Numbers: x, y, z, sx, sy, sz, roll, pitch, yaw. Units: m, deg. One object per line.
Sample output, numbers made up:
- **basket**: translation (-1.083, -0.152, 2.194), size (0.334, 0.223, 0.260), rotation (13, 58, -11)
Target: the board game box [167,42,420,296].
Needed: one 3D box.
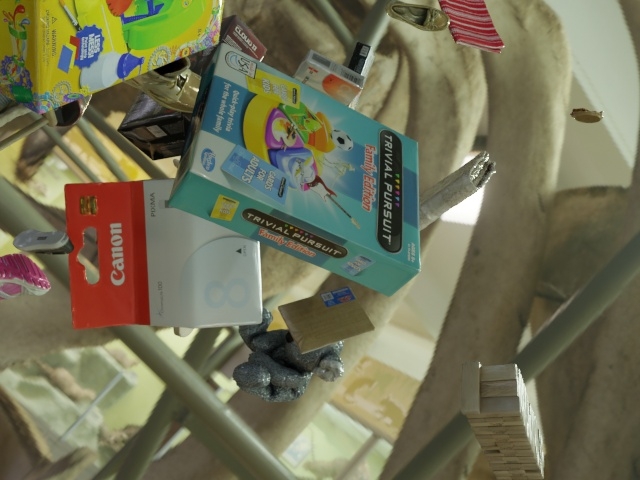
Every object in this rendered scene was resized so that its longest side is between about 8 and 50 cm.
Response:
- **board game box**: translation (-0.019, -0.098, 1.048), size (0.336, 0.254, 0.079), rotation (23, -42, -21)

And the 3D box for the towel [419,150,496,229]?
- **towel**: translation (0.249, -0.090, 1.481), size (0.049, 0.187, 0.282), rotation (52, 27, -1)

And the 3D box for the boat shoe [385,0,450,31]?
- **boat shoe**: translation (0.224, -0.511, 1.721), size (0.153, 0.056, 0.048), rotation (16, 18, -12)

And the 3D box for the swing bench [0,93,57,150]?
- **swing bench**: translation (-0.551, -0.242, 1.135), size (0.165, 0.253, 0.254), rotation (41, -33, 9)

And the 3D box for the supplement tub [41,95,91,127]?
- **supplement tub**: translation (-0.626, -0.364, 1.880), size (0.106, 0.106, 0.198), rotation (52, 16, -28)

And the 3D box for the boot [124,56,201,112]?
- **boot**: translation (-0.243, -0.274, 1.250), size (0.213, 0.077, 0.165), rotation (22, -7, -30)

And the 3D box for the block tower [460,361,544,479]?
- **block tower**: translation (0.330, 0.329, 1.341), size (0.097, 0.091, 0.335), rotation (-8, -38, 21)

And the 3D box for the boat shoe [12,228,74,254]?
- **boat shoe**: translation (-0.536, 0.008, 1.460), size (0.142, 0.049, 0.040), rotation (1, -41, 30)

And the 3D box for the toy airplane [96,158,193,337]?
- **toy airplane**: translation (-0.311, -0.003, 1.873), size (0.272, 0.384, 0.386), rotation (14, -38, 51)

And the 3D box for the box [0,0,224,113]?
- **box**: translation (-0.233, -0.326, 0.748), size (0.177, 0.279, 0.290), rotation (29, -50, 18)

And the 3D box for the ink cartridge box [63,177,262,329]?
- **ink cartridge box**: translation (-0.316, 0.026, 1.542), size (0.091, 0.385, 0.308), rotation (-164, -109, -76)

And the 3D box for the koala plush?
- **koala plush**: translation (-0.040, 0.237, 1.621), size (0.203, 0.221, 0.196), rotation (41, 34, -36)

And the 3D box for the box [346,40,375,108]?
- **box**: translation (0.088, -0.432, 2.140), size (0.044, 0.233, 0.159), rotation (21, 6, 5)

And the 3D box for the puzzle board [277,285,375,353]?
- **puzzle board**: translation (0.009, 0.125, 1.198), size (0.011, 0.128, 0.096), rotation (97, -30, -45)

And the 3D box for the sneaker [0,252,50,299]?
- **sneaker**: translation (-0.761, 0.095, 1.782), size (0.252, 0.111, 0.103), rotation (20, 31, -51)

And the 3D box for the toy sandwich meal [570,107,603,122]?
- **toy sandwich meal**: translation (0.721, -0.341, 2.041), size (0.085, 0.029, 0.085), rotation (9, -9, 1)

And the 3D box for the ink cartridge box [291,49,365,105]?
- **ink cartridge box**: translation (0.000, -0.352, 1.766), size (0.145, 0.045, 0.179), rotation (24, -32, -14)

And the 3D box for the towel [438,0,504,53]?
- **towel**: translation (0.359, -0.606, 1.905), size (0.031, 0.199, 0.275), rotation (-32, -112, 44)

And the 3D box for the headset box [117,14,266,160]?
- **headset box**: translation (-0.254, -0.320, 1.543), size (0.218, 0.293, 0.110), rotation (-4, -35, 41)
